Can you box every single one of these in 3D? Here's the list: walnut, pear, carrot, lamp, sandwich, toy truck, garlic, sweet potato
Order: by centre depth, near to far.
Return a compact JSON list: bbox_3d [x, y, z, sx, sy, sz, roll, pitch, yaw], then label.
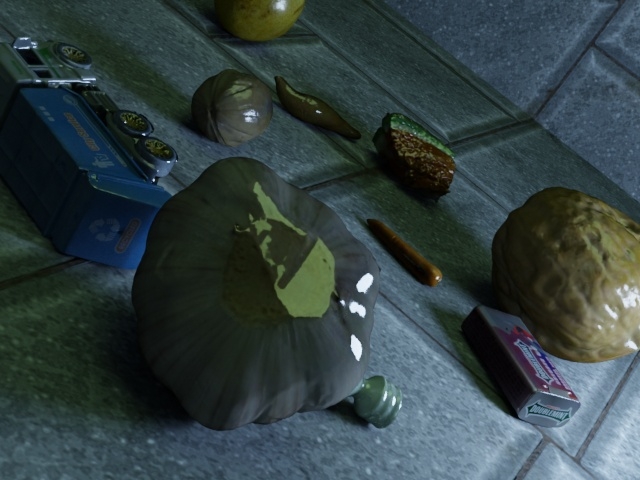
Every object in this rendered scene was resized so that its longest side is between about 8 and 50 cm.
[{"bbox_3d":[-0.078,0.067,1.356,0.317,0.259,0.317,9,63,-18],"label":"garlic"},{"bbox_3d":[0.024,0.178,1.513,0.193,0.106,0.106,36,21,-25],"label":"lamp"},{"bbox_3d":[-0.333,-0.125,1.539,0.175,0.146,0.367,-4,45,-51],"label":"toy truck"},{"bbox_3d":[-0.156,-0.235,2.009,0.140,0.140,0.162,35,30,-2],"label":"walnut"},{"bbox_3d":[0.150,0.016,2.072,0.190,0.037,0.037,45,24,24],"label":"carrot"},{"bbox_3d":[0.485,0.072,2.116,0.306,0.306,0.344,4,45,-51],"label":"walnut"},{"bbox_3d":[-0.002,-0.264,2.383,0.249,0.059,0.069,27,11,-30],"label":"sweet potato"},{"bbox_3d":[0.193,-0.168,2.421,0.185,0.109,0.160,30,43,-18],"label":"sandwich"},{"bbox_3d":[-0.143,-0.545,2.553,0.209,0.209,0.209,29,23,-14],"label":"pear"}]

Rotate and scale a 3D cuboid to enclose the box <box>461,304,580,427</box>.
[{"bbox_3d":[0.334,0.208,1.910,0.120,0.069,0.224,17,28,-35],"label":"box"}]

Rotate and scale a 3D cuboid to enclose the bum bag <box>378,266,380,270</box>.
[{"bbox_3d":[0.001,-0.001,1.853,0.102,0.069,0.248,-27,60,-24],"label":"bum bag"}]
